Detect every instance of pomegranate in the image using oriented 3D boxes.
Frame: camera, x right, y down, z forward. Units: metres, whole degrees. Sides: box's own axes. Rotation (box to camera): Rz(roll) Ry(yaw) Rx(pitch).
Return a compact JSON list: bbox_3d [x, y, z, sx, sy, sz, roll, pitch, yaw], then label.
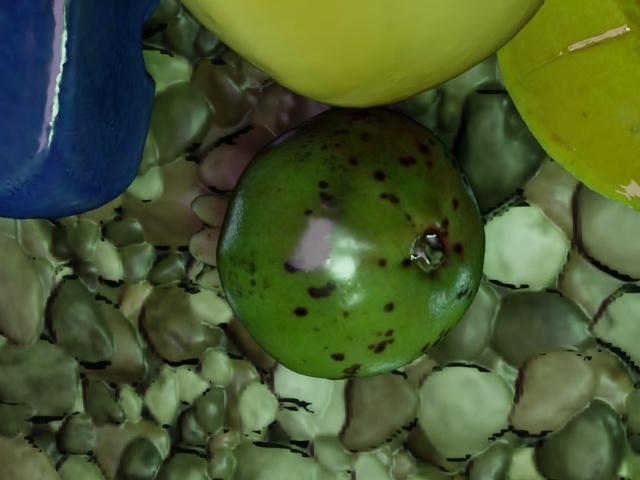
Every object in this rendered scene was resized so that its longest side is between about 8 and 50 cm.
[{"bbox_3d":[0.000,0.000,0.694,0.142,0.114,0.115,4,99,47],"label":"pomegranate"}]

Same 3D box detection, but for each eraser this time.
[{"bbox_3d":[-0.242,-0.100,0.755,0.332,0.101,0.155,10,101,18],"label":"eraser"}]

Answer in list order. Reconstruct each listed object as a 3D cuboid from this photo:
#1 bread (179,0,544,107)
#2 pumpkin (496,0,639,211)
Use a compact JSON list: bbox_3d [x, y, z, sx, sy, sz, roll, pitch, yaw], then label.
[{"bbox_3d":[-0.022,-0.249,0.514,0.245,0.329,0.424,-42,43,24],"label":"bread"},{"bbox_3d":[0.181,-0.102,0.623,0.217,0.110,0.217,-3,84,24],"label":"pumpkin"}]
